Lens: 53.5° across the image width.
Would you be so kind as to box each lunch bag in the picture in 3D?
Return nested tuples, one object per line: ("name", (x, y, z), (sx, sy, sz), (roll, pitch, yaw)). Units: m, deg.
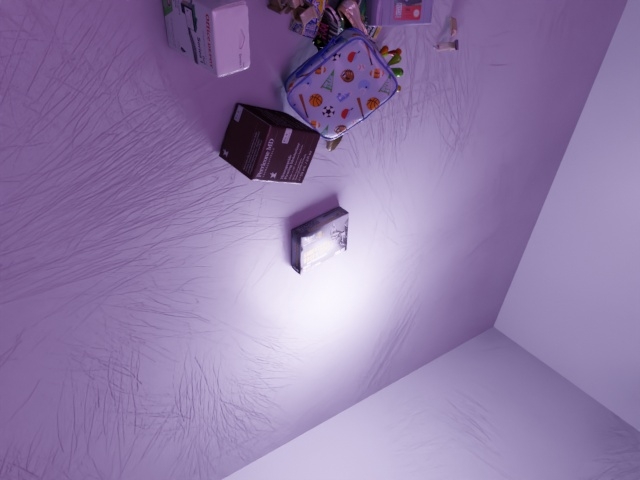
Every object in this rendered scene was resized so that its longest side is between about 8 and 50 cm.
("lunch bag", (0.059, -0.454, 1.825), (0.303, 0.115, 0.243), (-37, 121, 18))

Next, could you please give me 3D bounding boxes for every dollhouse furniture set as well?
("dollhouse furniture set", (0.431, -0.718, 2.215), (0.081, 0.091, 0.114), (-6, 108, 4))
("dollhouse furniture set", (-0.078, -0.655, 1.569), (0.101, 0.161, 0.182), (-44, 145, -12))

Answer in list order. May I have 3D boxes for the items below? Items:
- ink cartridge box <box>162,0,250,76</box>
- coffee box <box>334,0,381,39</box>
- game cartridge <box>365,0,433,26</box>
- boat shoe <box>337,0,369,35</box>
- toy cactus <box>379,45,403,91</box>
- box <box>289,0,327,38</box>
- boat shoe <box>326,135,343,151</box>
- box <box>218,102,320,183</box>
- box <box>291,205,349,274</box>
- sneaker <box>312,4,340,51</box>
("ink cartridge box", (-0.263, -0.492, 1.452), (0.092, 0.219, 0.160), (-28, 138, -30))
("coffee box", (0.113, -0.656, 1.884), (0.184, 0.040, 0.113), (17, 106, -53))
("game cartridge", (0.248, -0.749, 1.909), (0.294, 0.060, 0.196), (-21, 119, -42))
("boat shoe", (0.090, -0.609, 1.817), (0.059, 0.063, 0.170), (-40, 133, -10))
("toy cactus", (0.168, -0.537, 1.972), (0.180, 0.219, 0.112), (13, 147, -9))
("box", (-0.023, -0.643, 1.727), (0.054, 0.059, 0.169), (-3, 122, -48))
("boat shoe", (0.046, -0.363, 2.068), (0.056, 0.048, 0.153), (-30, 147, -46))
("box", (-0.145, -0.273, 1.817), (0.203, 0.167, 0.168), (-2, 121, -47))
("box", (0.000, 0.000, 2.309), (0.231, 0.056, 0.183), (-27, 138, -31))
("sneaker", (0.013, -0.586, 1.814), (0.075, 0.063, 0.170), (-42, 148, -25))
